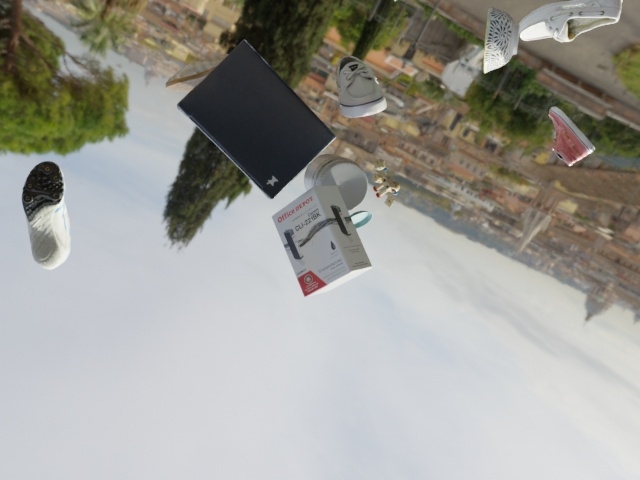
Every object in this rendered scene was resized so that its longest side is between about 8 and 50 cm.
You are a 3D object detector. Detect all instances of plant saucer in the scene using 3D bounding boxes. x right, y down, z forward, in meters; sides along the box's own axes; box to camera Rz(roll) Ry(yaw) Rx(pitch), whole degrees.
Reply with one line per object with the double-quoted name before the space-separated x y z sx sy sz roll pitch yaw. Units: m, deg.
"plant saucer" 0.146 -0.084 2.144 0.119 0.119 0.021 17 -136 -53

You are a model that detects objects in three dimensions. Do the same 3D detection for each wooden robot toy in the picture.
"wooden robot toy" 0.223 -0.181 1.796 0.079 0.076 0.173 6 -123 -46

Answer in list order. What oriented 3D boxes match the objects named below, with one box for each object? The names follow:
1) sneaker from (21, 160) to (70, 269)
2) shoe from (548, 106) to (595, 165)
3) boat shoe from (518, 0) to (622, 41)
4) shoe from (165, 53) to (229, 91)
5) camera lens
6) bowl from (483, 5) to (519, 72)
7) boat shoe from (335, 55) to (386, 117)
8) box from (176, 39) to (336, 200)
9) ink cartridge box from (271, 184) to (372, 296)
"sneaker" -0.578 -0.057 1.160 0.085 0.237 0.086 3 -159 -14
"shoe" 0.667 -0.288 1.508 0.063 0.081 0.178 24 -147 -54
"boat shoe" 0.658 -0.583 1.466 0.098 0.096 0.277 14 168 -38
"shoe" -0.343 -0.473 1.550 0.219 0.058 0.076 -10 170 20
"camera lens" 0.061 -0.242 2.264 0.220 0.219 0.274 25 -174 -19
"bowl" 0.481 -0.531 1.442 0.080 0.170 0.170 5 180 19
"boat shoe" 0.079 -0.337 1.168 0.096 0.088 0.267 -13 -150 6
"box" -0.153 -0.284 1.368 0.293 0.212 0.395 46 -178 -10
"ink cartridge box" 0.000 0.000 1.595 0.114 0.197 0.272 -7 -110 -51
